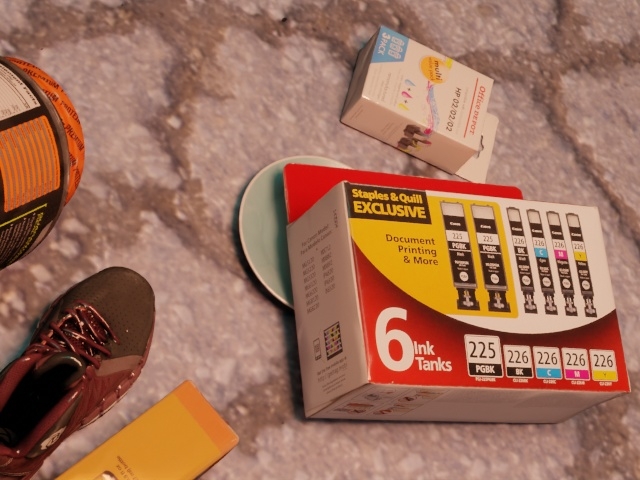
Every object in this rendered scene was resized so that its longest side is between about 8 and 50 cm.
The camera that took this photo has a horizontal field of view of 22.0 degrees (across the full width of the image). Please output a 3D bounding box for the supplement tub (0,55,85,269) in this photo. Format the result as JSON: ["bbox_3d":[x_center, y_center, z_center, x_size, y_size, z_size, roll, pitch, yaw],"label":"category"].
[{"bbox_3d":[-0.346,-0.050,1.380,0.207,0.207,0.338,48,24,3],"label":"supplement tub"}]

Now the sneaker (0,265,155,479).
[{"bbox_3d":[-0.214,0.109,1.449,0.106,0.162,0.281,38,55,-4],"label":"sneaker"}]

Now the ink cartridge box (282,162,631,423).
[{"bbox_3d":[0.131,0.036,1.652,0.309,0.130,0.272,4,68,-29],"label":"ink cartridge box"}]

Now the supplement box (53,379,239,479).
[{"bbox_3d":[-0.185,0.223,1.459,0.233,0.080,0.078,-35,83,-36],"label":"supplement box"}]

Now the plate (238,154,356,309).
[{"bbox_3d":[0.000,0.000,1.696,0.188,0.024,0.188,12,60,-21],"label":"plate"}]

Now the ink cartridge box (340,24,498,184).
[{"bbox_3d":[0.123,-0.146,1.807,0.181,0.061,0.104,24,57,-14],"label":"ink cartridge box"}]
